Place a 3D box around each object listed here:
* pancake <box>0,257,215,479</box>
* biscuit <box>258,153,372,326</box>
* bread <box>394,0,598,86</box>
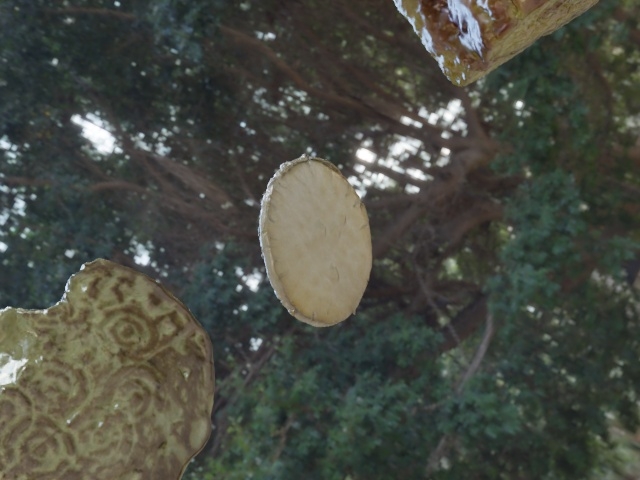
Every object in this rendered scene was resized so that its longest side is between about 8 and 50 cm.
[{"bbox_3d":[-0.191,0.117,0.719,0.235,0.212,0.029,-8,-20,-23],"label":"pancake"},{"bbox_3d":[0.000,0.000,0.820,0.152,0.020,0.152,13,-107,-49],"label":"biscuit"},{"bbox_3d":[0.080,-0.187,0.510,0.132,0.172,0.103,-34,-9,-10],"label":"bread"}]
